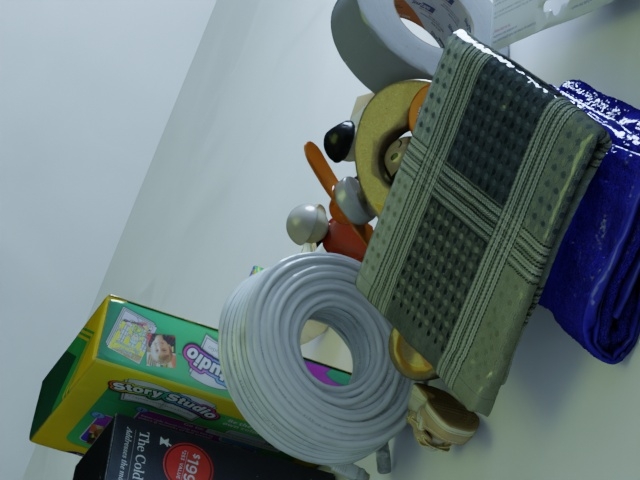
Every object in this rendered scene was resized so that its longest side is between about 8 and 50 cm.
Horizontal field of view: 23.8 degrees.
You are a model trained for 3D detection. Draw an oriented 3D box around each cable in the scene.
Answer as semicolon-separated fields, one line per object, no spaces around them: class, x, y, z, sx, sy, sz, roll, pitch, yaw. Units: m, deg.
cable;0.003;0.138;1.803;0.089;0.257;0.257;-35;42;52

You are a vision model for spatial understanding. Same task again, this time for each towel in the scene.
towel;0.162;-0.023;1.574;0.312;0.056;0.324;48;121;55
towel;0.260;-0.034;1.515;0.227;0.076;0.308;-67;18;11

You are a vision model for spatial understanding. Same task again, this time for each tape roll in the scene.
tape roll;0.125;-0.260;1.899;0.072;0.219;0.219;-51;27;45

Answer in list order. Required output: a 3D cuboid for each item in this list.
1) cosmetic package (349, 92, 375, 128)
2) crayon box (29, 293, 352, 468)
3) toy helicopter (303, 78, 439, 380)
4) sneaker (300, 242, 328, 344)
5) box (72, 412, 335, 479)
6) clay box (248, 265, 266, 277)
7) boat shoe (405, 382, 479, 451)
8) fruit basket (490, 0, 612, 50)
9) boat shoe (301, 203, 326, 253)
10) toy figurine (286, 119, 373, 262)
cosmetic package;0.083;-0.185;2.236;0.115;0.041;0.060;175;112;-70
crayon box;-0.175;0.227;2.062;0.313;0.363;0.106;-46;30;52
toy helicopter;0.101;-0.012;1.785;0.235;0.140;0.355;-4;83;28
sneaker;-0.004;0.061;2.212;0.212;0.080;0.094;-52;19;22
box;-0.164;0.437;1.909;0.179;0.312;0.343;-49;29;49
clay box;-0.094;0.146;2.409;0.222;0.053;0.127;-111;42;-64
boat shoe;0.132;0.206;1.685;0.170;0.063;0.059;-131;58;-80
fruit basket;0.292;-0.415;1.744;0.327;0.165;0.353;166;106;-69
boat shoe;0.000;0.000;2.299;0.045;0.050;0.135;-21;51;34
toy figurine;0.054;-0.030;1.994;0.213;0.148;0.209;-62;20;26
